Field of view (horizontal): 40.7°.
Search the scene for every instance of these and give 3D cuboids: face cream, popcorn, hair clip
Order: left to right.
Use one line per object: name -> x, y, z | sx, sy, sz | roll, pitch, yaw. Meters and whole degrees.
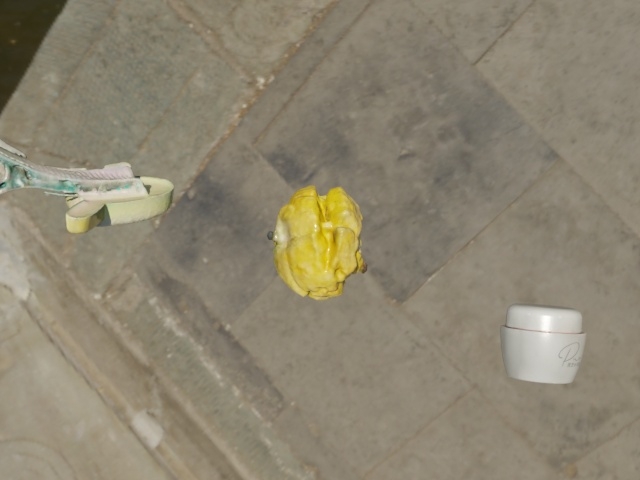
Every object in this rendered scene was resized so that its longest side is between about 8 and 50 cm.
hair clip -> -0.256, -0.055, 0.917 | 0.159, 0.218, 0.071 | 42, 119, 52
popcorn -> 0.000, 0.000, 1.250 | 0.148, 0.152, 0.167 | 44, 124, 48
face cream -> 0.310, 0.142, 1.206 | 0.117, 0.117, 0.104 | 3, 89, 26
